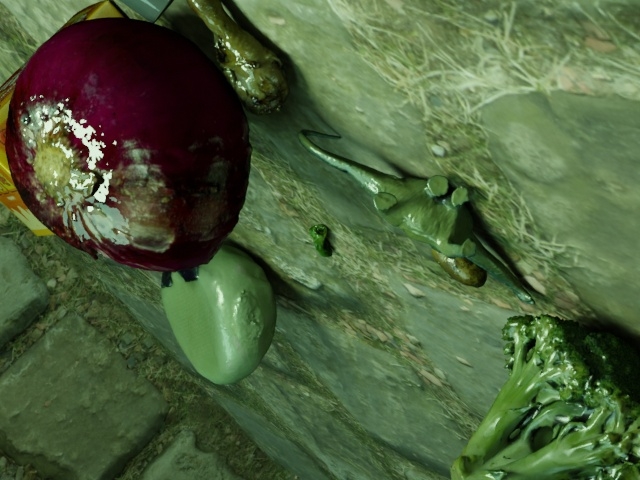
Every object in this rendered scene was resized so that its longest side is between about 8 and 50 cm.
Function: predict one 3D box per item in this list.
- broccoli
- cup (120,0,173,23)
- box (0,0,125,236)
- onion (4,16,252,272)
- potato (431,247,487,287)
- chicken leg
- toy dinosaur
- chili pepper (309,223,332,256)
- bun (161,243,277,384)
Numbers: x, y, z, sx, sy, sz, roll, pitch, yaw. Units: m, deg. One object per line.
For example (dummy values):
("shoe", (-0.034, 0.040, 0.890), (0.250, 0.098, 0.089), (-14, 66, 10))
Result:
("broccoli", (0.293, 0.251, 1.358), (0.304, 0.283, 0.321), (90, 157, -66))
("cup", (-0.210, -0.313, 1.362), (0.077, 0.078, 0.100), (39, 178, -10))
("box", (-0.379, -0.177, 1.698), (0.214, 0.283, 0.259), (45, 162, -17))
("onion", (-0.225, -0.141, 1.431), (0.336, 0.282, 0.260), (40, 120, 27))
("potato", (0.178, 0.030, 1.451), (0.083, 0.040, 0.051), (37, 162, 12))
("chicken leg", (-0.101, -0.236, 1.367), (0.198, 0.069, 0.085), (56, -178, -23))
("toy dinosaur", (0.121, -0.034, 1.360), (0.363, 0.076, 0.147), (34, 172, 3))
("chili pepper", (-0.001, 0.000, 1.772), (0.034, 0.030, 0.091), (9, 157, 12))
("bun", (-0.171, 0.124, 2.174), (0.293, 0.187, 0.293), (41, 142, 43))
